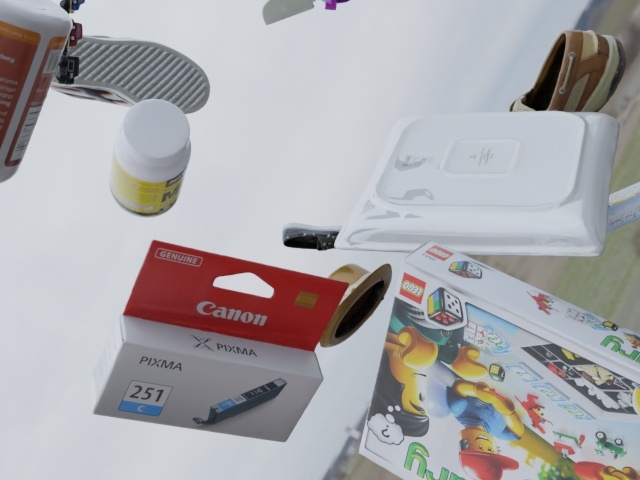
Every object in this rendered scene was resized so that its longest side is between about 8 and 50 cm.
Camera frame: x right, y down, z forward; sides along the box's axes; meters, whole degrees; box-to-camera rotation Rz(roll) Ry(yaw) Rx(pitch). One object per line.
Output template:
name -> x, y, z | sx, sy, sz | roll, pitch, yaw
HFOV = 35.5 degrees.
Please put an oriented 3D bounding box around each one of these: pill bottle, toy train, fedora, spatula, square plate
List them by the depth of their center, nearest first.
pill bottle -> -0.321, -0.129, 0.920 | 0.216, 0.121, 0.121 | -64, -7, 16
square plate -> 0.223, -0.095, 1.373 | 0.347, 0.344, 0.049 | -62, -32, -51
toy train -> -0.370, -0.310, 1.483 | 0.027, 0.036, 0.158 | -140, 55, -77
spatula -> -0.004, -0.427, 1.519 | 0.168, 0.242, 0.019 | 59, -162, -46
pill bottle -> -0.263, -0.126, 1.546 | 0.119, 0.119, 0.208 | -59, 1, -25
fedora -> 0.047, 0.103, 1.808 | 0.194, 0.079, 0.194 | -43, -23, -22

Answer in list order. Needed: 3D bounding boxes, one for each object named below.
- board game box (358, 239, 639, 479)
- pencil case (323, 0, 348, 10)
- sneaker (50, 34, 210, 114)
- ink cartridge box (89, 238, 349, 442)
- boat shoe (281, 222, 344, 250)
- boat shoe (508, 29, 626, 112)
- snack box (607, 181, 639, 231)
board game box -> 0.180, 0.147, 0.740 | 0.053, 0.305, 0.193 | -29, -44, -49
pencil case -> 0.013, -0.349, 1.230 | 0.152, 0.064, 0.070 | 64, -148, -75
sneaker -> -0.361, -0.302, 1.780 | 0.127, 0.321, 0.126 | 12, 90, 67
ink cartridge box -> -0.133, 0.147, 1.359 | 0.261, 0.296, 0.066 | -62, 28, 29
boat shoe -> 0.000, 0.000, 1.788 | 0.049, 0.142, 0.040 | 95, -179, -49
boat shoe -> 0.355, -0.194, 1.599 | 0.122, 0.120, 0.324 | -109, 39, -59
snack box -> 0.434, -0.046, 1.455 | 0.141, 0.037, 0.100 | -24, 4, 9
